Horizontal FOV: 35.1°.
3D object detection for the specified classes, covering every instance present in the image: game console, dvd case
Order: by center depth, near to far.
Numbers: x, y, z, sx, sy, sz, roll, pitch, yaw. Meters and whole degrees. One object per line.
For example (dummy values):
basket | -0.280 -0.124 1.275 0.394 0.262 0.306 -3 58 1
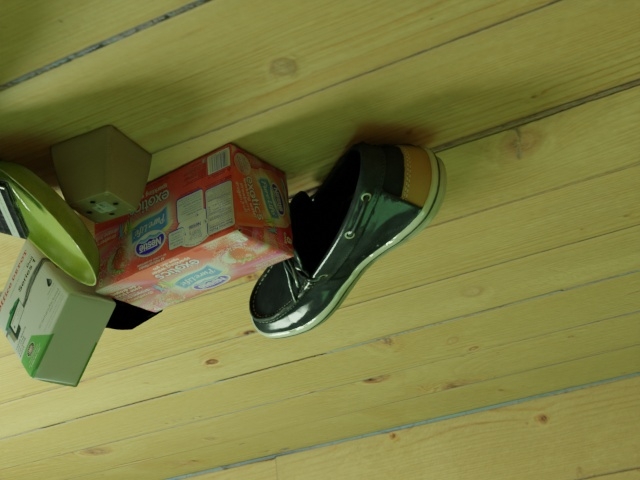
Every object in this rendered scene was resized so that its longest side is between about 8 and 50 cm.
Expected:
dvd case | -0.542 -0.070 1.467 0.221 0.018 0.164 15 154 3
game console | -0.355 0.081 1.875 0.213 0.043 0.361 16 146 -38

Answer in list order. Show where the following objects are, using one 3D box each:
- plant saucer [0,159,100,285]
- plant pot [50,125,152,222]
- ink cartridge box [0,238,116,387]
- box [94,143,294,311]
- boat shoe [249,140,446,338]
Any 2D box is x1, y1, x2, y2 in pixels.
plant saucer | -0.404 -0.033 1.489 0.037 0.241 0.241 -45 166 -23
plant pot | -0.318 -0.088 1.469 0.109 0.096 0.109 -16 153 20
ink cartridge box | -0.445 0.114 1.673 0.093 0.219 0.160 18 102 -40
box | -0.203 -0.011 1.591 0.300 0.154 0.142 -23 150 29
boat shoe | 0.000 0.000 1.641 0.156 0.186 0.500 15 143 -28
